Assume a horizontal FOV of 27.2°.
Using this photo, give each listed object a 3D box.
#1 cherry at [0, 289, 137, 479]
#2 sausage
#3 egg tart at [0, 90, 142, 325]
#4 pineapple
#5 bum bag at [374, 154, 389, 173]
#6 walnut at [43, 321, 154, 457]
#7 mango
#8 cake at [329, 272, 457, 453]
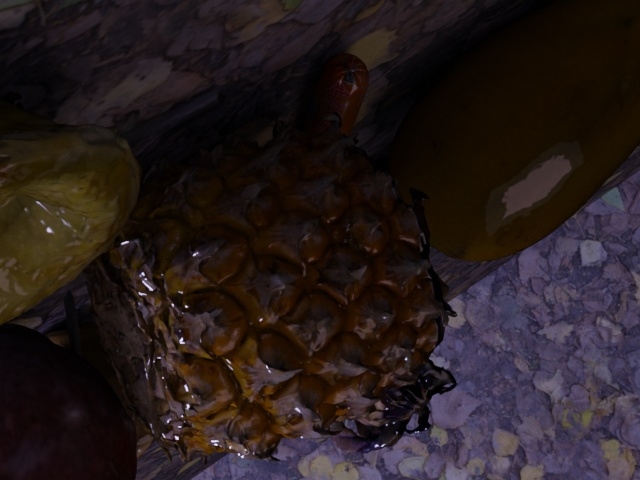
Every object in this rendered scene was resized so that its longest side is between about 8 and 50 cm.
[{"bbox_3d":[-0.366,0.234,1.366,0.335,0.291,0.326,-13,-172,-21],"label":"cherry"},{"bbox_3d":[0.006,-0.119,1.465,0.053,0.053,0.348,-30,167,-17],"label":"sausage"},{"bbox_3d":[-0.282,-0.014,0.990,0.315,0.120,0.315,-32,166,-9],"label":"egg tart"},{"bbox_3d":[-0.069,0.058,1.331,0.300,0.352,0.352,-21,163,-24],"label":"pineapple"},{"bbox_3d":[0.000,0.000,1.814,0.340,0.095,0.144,-39,161,-1],"label":"bum bag"},{"bbox_3d":[-0.290,0.198,1.622,0.213,0.213,0.213,-32,167,-8],"label":"walnut"},{"bbox_3d":[0.275,-0.160,1.607,0.446,0.232,0.300,-44,161,11],"label":"mango"},{"bbox_3d":[0.093,0.180,2.209,0.332,0.321,0.332,-30,167,-7],"label":"cake"}]
